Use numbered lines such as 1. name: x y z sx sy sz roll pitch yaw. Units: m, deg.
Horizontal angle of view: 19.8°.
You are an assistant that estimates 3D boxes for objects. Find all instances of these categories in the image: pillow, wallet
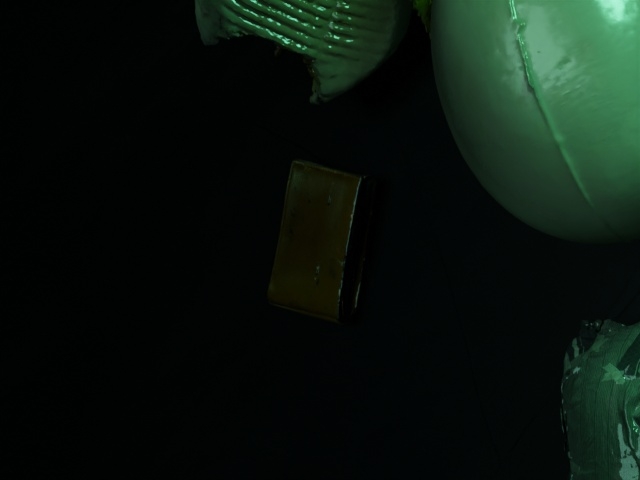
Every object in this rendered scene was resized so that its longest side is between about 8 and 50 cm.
1. pillow: 0.315 0.244 1.900 0.161 0.092 0.335 -11 75 49
2. wallet: 0.003 0.000 2.328 0.161 0.042 0.195 14 97 53

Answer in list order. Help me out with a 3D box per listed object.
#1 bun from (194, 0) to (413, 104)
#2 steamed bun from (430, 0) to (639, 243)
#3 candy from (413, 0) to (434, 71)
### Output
1. bun: -0.015 -0.332 2.257 0.281 0.281 0.205 -57 14 26
2. steamed bun: 0.269 -0.179 1.848 0.334 0.334 0.374 -24 74 43
3. candy: 0.146 -0.348 1.977 0.081 0.187 0.297 5 70 16
